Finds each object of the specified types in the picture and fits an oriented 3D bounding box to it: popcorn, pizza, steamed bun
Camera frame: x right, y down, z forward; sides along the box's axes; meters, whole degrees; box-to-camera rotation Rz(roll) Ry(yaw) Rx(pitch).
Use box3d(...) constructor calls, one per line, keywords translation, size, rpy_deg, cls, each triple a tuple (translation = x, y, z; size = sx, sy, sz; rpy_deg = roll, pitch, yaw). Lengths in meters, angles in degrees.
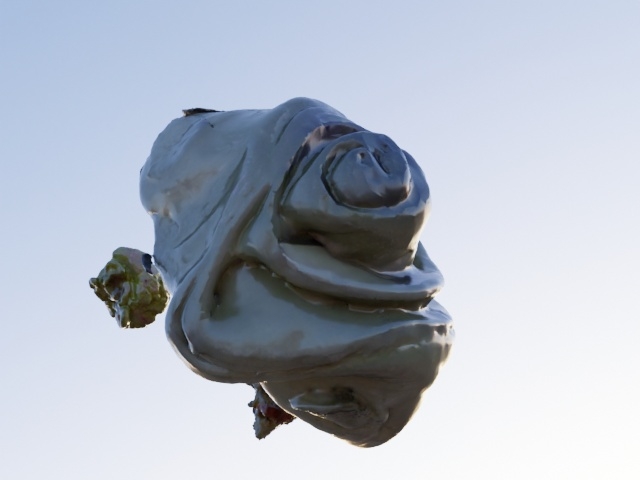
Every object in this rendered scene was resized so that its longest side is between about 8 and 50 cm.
box3d(translation=(-0.252, 0.065, 1.446), size=(0.097, 0.109, 0.089), rpy_deg=(6, -3, 28), cls="popcorn")
box3d(translation=(-0.027, 0.155, 1.301), size=(0.188, 0.199, 0.062), rpy_deg=(35, -38, -10), cls="pizza")
box3d(translation=(0.000, 0.000, 1.058), size=(0.237, 0.394, 0.346), rpy_deg=(-42, -2, 23), cls="steamed bun")
